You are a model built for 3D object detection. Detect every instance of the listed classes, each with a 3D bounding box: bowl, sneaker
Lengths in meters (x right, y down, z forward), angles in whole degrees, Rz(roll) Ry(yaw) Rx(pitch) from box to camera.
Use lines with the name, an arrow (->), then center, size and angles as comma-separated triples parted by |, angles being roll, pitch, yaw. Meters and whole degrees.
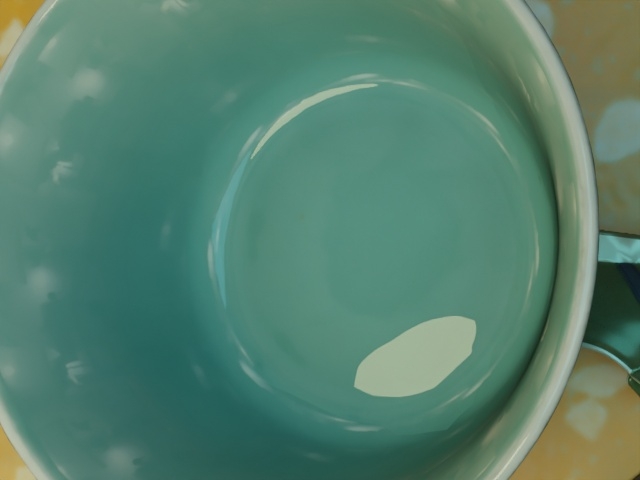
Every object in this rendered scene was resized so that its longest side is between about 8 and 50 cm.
bowl -> 0.000, 0.000, 0.709 | 0.311, 0.163, 0.312 | -1, 87, 25
sneaker -> 0.183, 0.043, 0.757 | 0.192, 0.064, 0.086 | 7, 88, 13
